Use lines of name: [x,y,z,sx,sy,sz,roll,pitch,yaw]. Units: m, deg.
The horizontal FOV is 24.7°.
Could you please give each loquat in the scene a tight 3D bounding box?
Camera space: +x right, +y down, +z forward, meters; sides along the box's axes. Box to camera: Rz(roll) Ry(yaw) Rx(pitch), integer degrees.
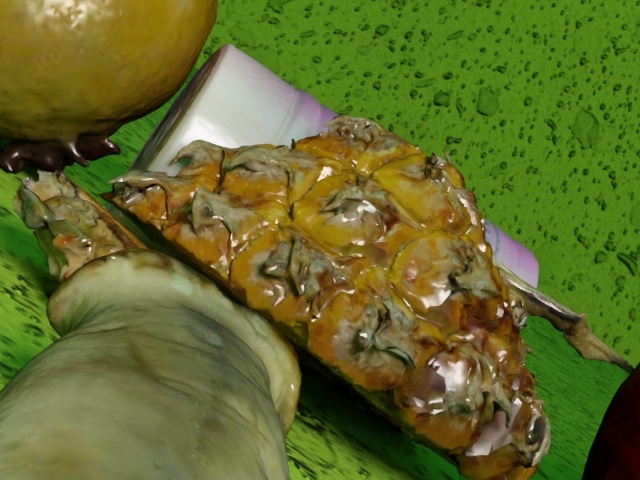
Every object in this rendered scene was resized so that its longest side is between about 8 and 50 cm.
loquat: [-0.179,-0.159,0.961,0.244,0.244,0.244,35,7,-5]

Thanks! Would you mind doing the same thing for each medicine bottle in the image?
medicine bottle: [0.000,0.000,0.966,0.254,0.152,0.152,34,7,-13]

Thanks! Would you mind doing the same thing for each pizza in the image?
pizza: [-0.077,0.045,0.716,0.185,0.052,0.195,40,0,-21]

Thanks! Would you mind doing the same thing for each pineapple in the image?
pineapple: [0.056,0.029,0.823,0.334,0.158,0.161,44,-11,-8]

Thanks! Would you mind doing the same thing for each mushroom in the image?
mushroom: [-0.059,0.081,0.425,0.107,0.087,0.333,30,11,-6]

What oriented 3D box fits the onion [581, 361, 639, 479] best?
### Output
onion: [0.320,0.162,0.805,0.341,0.341,0.341,35,7,-5]
